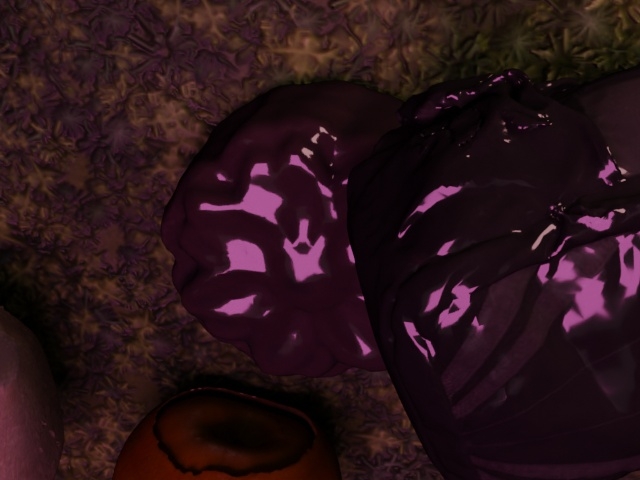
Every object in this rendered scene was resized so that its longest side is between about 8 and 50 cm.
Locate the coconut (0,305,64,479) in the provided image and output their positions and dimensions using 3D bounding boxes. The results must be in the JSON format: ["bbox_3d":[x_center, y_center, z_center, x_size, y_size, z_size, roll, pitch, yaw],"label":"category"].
[{"bbox_3d":[-0.415,0.177,1.198,0.309,0.297,0.297,-29,112,27],"label":"coconut"}]

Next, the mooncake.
[{"bbox_3d":[0.000,0.000,1.086,0.282,0.141,0.283,4,123,6],"label":"mooncake"}]

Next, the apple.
[{"bbox_3d":[-0.092,0.258,1.220,0.236,0.237,0.208,23,106,-3],"label":"apple"}]

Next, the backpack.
[{"bbox_3d":[0.255,0.004,0.942,0.445,0.255,0.363,-22,121,5],"label":"backpack"}]
